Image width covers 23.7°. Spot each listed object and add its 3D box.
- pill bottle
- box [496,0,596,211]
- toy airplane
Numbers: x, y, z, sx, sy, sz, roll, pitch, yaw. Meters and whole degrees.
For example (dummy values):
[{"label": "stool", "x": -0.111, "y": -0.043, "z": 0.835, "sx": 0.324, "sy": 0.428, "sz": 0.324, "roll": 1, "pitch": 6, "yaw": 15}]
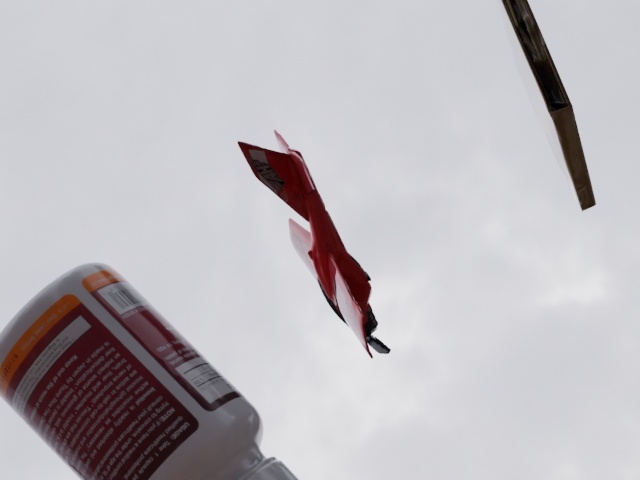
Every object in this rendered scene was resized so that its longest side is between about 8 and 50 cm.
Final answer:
[{"label": "pill bottle", "x": -0.085, "y": 0.089, "z": 0.747, "sx": 0.086, "sy": 0.152, "sz": 0.086, "roll": -43, "pitch": -14, "yaw": -14}, {"label": "box", "x": 0.186, "y": -0.132, "z": 1.282, "sx": 0.021, "sy": 0.164, "sz": 0.201, "roll": -21, "pitch": -25, "yaw": 6}, {"label": "toy airplane", "x": 0.000, "y": 0.000, "z": 0.831, "sx": 0.028, "sy": 0.151, "sz": 0.151, "roll": -31, "pitch": -47, "yaw": -3}]
